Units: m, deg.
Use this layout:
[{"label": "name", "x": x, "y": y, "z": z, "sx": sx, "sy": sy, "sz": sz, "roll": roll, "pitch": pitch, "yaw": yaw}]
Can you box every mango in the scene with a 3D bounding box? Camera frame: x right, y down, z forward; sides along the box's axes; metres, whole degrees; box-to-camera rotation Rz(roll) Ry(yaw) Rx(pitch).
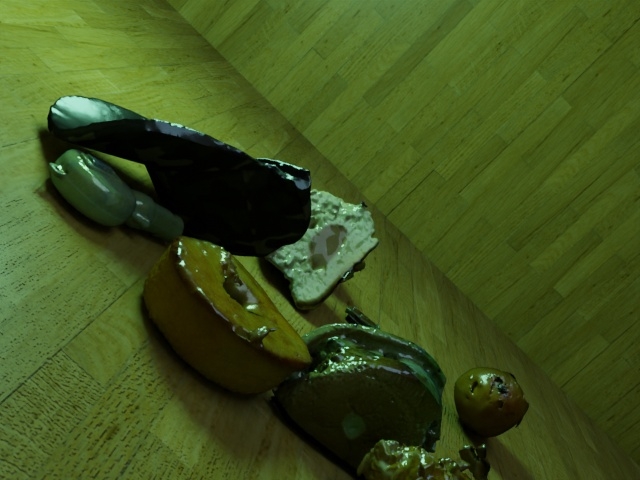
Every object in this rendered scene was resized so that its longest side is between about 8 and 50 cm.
[{"label": "mango", "x": 0.359, "y": 0.346, "z": 1.973, "sx": 0.156, "sy": 0.151, "sz": 0.248, "roll": 28, "pitch": -8, "yaw": 17}]

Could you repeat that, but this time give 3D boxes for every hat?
[{"label": "hat", "x": -0.234, "y": -0.091, "z": 1.457, "sx": 0.382, "sy": 0.257, "sz": 0.366, "roll": -8, "pitch": 18, "yaw": -36}]

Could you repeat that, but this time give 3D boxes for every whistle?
[{"label": "whistle", "x": -0.286, "y": -0.059, "z": 1.316, "sx": 0.126, "sy": 0.067, "sz": 0.258, "roll": 50, "pitch": 9, "yaw": 36}]

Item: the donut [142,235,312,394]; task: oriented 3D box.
[{"label": "donut", "x": -0.120, "y": 0.098, "z": 1.227, "sx": 0.253, "sy": 0.118, "sz": 0.253, "roll": 40, "pitch": 14, "yaw": -12}]

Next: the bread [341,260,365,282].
[{"label": "bread", "x": 0.009, "y": 0.007, "z": 2.016, "sx": 0.132, "sy": 0.103, "sz": 0.172, "roll": 36, "pitch": 14, "yaw": -40}]

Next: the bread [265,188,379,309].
[{"label": "bread", "x": 0.004, "y": -0.002, "z": 1.767, "sx": 0.183, "sy": 0.211, "sz": 0.224, "roll": 52, "pitch": 6, "yaw": -4}]

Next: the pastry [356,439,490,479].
[{"label": "pastry", "x": 0.154, "y": 0.346, "z": 1.253, "sx": 0.250, "sy": 0.102, "sz": 0.154, "roll": 27, "pitch": 62, "yaw": -45}]

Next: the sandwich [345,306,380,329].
[{"label": "sandwich", "x": 0.086, "y": 0.168, "z": 1.923, "sx": 0.101, "sy": 0.026, "sz": 0.069, "roll": 40, "pitch": 14, "yaw": -22}]

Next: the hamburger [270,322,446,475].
[{"label": "hamburger", "x": 0.076, "y": 0.223, "z": 1.338, "sx": 0.288, "sy": 0.192, "sz": 0.167, "roll": 41, "pitch": 3, "yaw": -22}]
